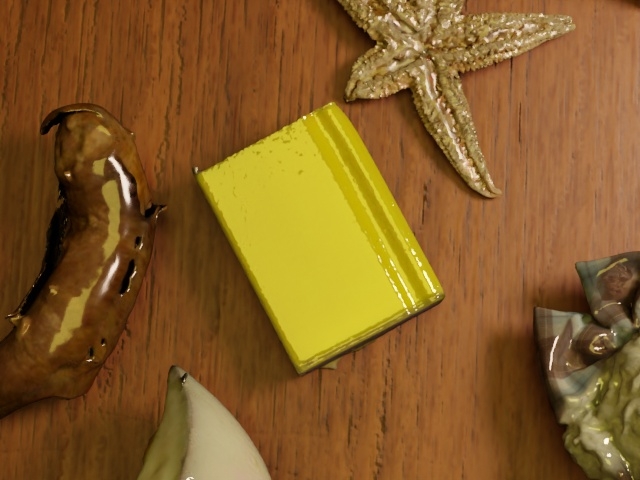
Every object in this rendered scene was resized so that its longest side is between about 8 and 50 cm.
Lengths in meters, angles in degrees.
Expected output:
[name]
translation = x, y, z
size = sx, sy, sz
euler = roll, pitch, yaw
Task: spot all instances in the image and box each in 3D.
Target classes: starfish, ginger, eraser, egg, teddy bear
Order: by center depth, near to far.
[egg]
translation = -0.128, 0.268, 1.122
size = 0.162, 0.206, 0.271
euler = 34, 92, -27
[teddy bear]
translation = 0.399, 0.219, 1.165
size = 0.327, 0.362, 0.375
euler = -46, 129, 11
[ginger]
translation = -0.227, 0.030, 1.193
size = 0.133, 0.107, 0.309
euler = 16, 85, -12
[eraser]
translation = 0.000, 0.000, 1.215
size = 0.158, 0.069, 0.226
euler = -27, 83, -5
[starfish]
translation = 0.129, -0.190, 1.256
size = 0.231, 0.048, 0.295
euler = -33, 84, -5
